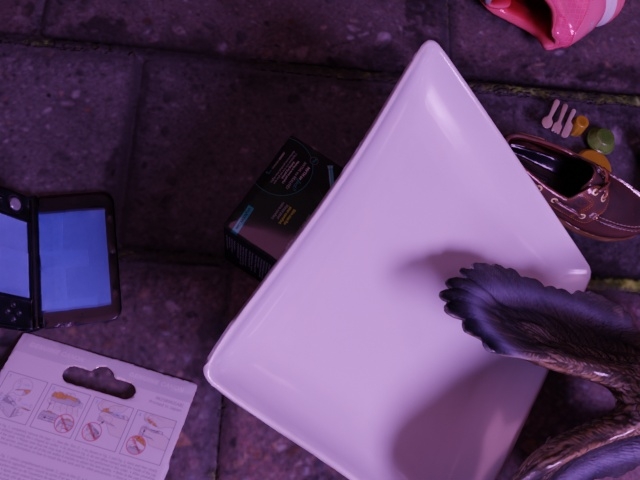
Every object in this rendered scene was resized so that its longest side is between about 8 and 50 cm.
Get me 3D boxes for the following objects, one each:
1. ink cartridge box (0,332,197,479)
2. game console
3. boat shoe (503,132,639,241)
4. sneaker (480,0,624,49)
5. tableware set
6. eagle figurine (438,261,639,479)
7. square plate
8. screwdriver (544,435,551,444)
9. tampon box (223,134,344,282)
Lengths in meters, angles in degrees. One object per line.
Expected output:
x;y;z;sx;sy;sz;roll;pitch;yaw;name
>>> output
-0.238;0.220;0.568;0.188;0.066;0.232;17;49;-1;ink cartridge box
-0.271;0.009;0.611;0.085;0.124;0.144;-16;71;15;game console
0.276;-0.058;0.685;0.206;0.073;0.073;18;68;-6;boat shoe
0.233;-0.367;0.789;0.136;0.116;0.314;-43;81;-17;sneaker
0.295;-0.089;0.750;0.104;0.024;0.154;29;69;0;tableware set
0.250;0.135;0.532;0.298;0.225;0.226;-5;39;10;eagle figurine
0.102;0.062;0.578;0.347;0.049;0.344;45;68;-29;square plate
0.191;0.266;0.615;0.025;0.024;0.170;14;59;29;screwdriver
0.000;0.000;0.636;0.161;0.101;0.120;33;71;4;tampon box
